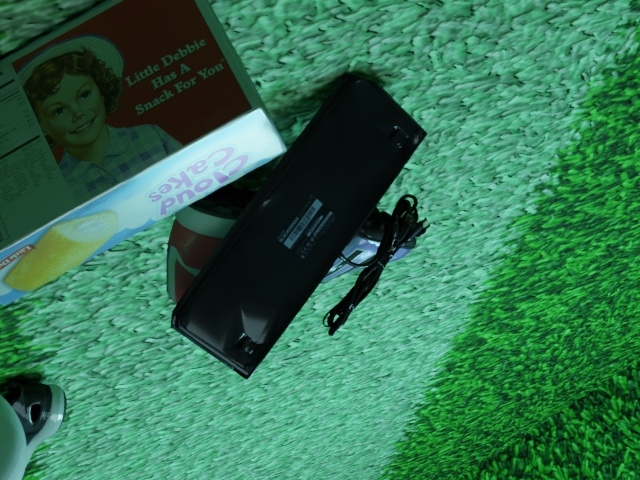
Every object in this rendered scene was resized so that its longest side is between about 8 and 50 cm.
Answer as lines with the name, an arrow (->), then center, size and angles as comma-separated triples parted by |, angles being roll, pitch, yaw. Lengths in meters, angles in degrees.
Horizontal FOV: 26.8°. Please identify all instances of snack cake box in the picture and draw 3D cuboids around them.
snack cake box -> -0.181, -0.083, 1.060 | 0.264, 0.152, 0.089 | -29, 157, 2

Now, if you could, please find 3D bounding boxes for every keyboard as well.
keyboard -> 0.000, 0.000, 1.363 | 0.201, 0.033, 0.317 | 40, 84, -37

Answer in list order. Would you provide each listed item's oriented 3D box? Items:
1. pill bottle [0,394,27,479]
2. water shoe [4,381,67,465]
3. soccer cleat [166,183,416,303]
pill bottle -> -0.445, 0.294, 1.504 | 0.181, 0.181, 0.323 | -13, 152, -32
water shoe -> -0.381, 0.231, 1.612 | 0.080, 0.073, 0.203 | 19, 128, -32
soccer cleat -> -0.030, 0.011, 1.436 | 0.318, 0.109, 0.116 | 2, 113, -43
